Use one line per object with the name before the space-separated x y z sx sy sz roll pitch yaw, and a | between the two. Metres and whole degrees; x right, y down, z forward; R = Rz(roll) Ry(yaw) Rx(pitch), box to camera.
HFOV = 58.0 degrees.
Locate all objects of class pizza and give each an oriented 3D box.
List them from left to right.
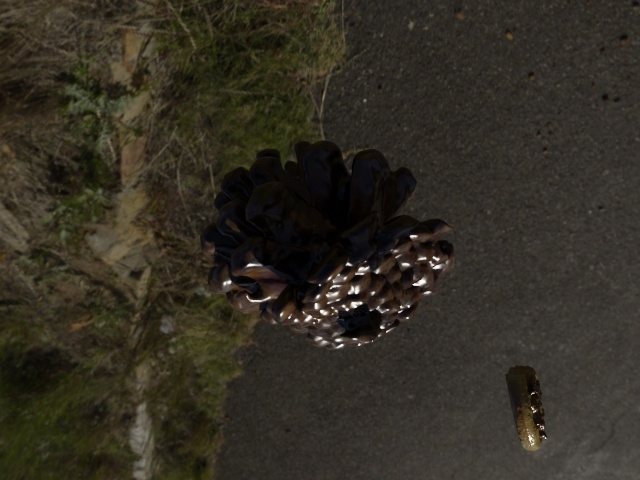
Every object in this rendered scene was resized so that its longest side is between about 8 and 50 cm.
pizza | 0.328 0.250 0.915 0.046 0.134 0.175 -10 134 21

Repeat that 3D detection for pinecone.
pinecone | 0.000 0.004 0.449 0.195 0.150 0.179 11 167 35
